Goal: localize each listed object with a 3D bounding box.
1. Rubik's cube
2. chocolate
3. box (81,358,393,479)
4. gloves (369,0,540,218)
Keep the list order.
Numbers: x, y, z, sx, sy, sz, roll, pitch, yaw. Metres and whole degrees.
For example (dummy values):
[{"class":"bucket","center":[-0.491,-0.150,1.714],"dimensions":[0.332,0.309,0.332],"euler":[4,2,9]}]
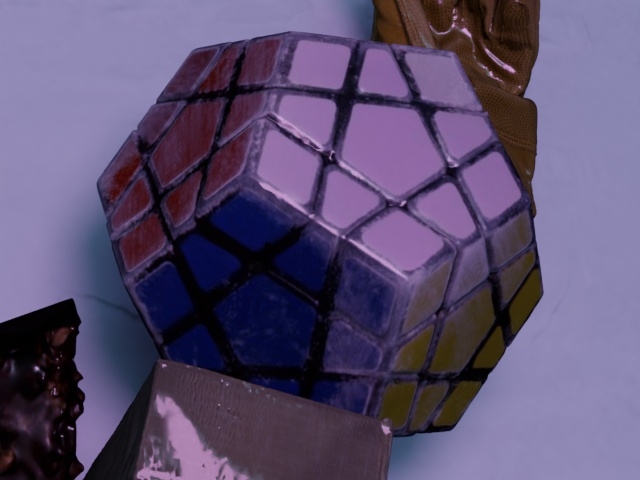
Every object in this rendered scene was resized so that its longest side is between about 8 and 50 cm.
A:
[{"class":"Rubik's cube","center":[0.000,0.000,0.997],"dimensions":[0.319,0.319,0.264],"euler":[35,29,-1]},{"class":"chocolate","center":[-0.207,0.124,0.939],"dimensions":[0.156,0.156,0.133],"euler":[-24,91,-30]},{"class":"box","center":[-0.071,0.200,0.882],"dimensions":[0.149,0.231,0.155],"euler":[16,60,-13]},{"class":"gloves","center":[0.113,-0.153,1.204],"dimensions":[0.154,0.141,0.331],"euler":[-5,73,4]}]
